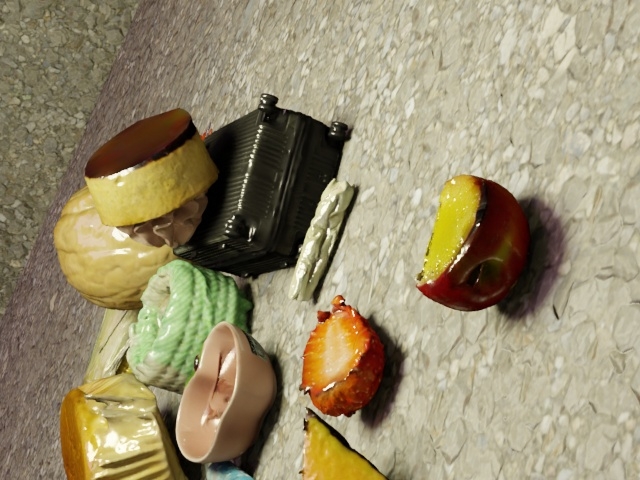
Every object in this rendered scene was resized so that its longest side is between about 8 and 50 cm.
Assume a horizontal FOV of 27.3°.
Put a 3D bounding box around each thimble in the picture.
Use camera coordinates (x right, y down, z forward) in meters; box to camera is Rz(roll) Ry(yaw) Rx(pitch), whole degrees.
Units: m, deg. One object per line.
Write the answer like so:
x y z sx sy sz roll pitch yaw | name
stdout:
-0.217 0.147 2.147 0.219 0.150 0.219 -50 29 41 | thimble

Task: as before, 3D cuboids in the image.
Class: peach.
0.169 0.003 1.409 0.127 0.092 0.172 -52 16 30 | peach

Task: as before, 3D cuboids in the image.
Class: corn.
-0.374 0.166 2.548 0.123 0.122 0.305 17 87 24 | corn

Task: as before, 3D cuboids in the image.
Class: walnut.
-0.318 -0.011 2.360 0.313 0.277 0.252 -10 101 31 | walnut

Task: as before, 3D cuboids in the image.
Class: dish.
-0.129 0.234 1.947 0.213 0.090 0.213 -46 35 45 | dish

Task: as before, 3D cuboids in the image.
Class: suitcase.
-0.108 -0.075 2.064 0.335 0.152 0.230 -14 58 66 | suitcase

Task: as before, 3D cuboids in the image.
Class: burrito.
0.000 0.000 1.882 0.041 0.045 0.186 -1 -70 -75 | burrito

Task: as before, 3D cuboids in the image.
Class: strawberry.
0.038 0.147 1.644 0.121 0.082 0.188 -40 22 19 | strawberry

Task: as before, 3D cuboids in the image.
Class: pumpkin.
0.043 0.325 1.472 0.130 0.149 0.254 51 -139 -63 | pumpkin

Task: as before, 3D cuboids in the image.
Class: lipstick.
-0.120 0.351 1.880 0.158 0.048 0.048 11 83 69 | lipstick

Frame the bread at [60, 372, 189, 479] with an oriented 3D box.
-0.338 0.348 2.172 0.388 0.183 0.236 173 77 -78 | bread

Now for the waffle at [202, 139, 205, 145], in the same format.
-0.235 -0.066 2.144 0.125 0.032 0.191 -32 41 63 | waffle

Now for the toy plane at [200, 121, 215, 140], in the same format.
-0.236 -0.141 2.565 0.130 0.061 0.189 -51 33 40 | toy plane

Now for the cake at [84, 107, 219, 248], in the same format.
-0.237 -0.076 1.993 0.208 0.178 0.185 -45 30 -26 | cake
